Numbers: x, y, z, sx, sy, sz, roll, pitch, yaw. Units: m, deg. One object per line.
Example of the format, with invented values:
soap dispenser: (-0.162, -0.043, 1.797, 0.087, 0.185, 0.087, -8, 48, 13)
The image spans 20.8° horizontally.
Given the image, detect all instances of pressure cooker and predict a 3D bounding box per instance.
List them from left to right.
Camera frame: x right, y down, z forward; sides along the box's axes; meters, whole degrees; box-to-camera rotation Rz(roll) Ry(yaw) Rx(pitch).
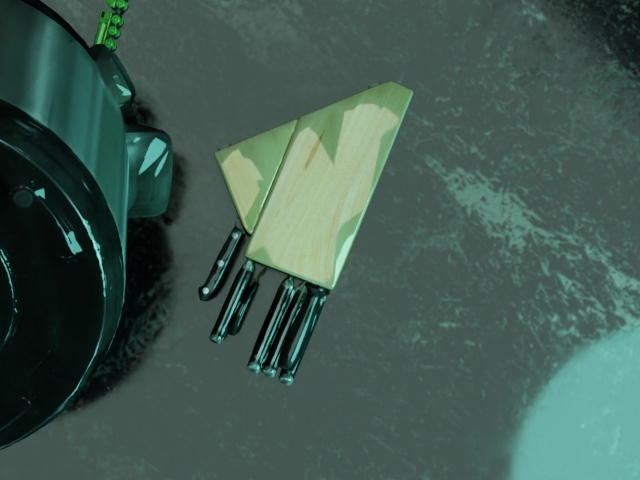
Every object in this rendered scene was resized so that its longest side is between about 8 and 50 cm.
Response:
pressure cooker: (-0.346, -0.046, 1.570, 0.375, 0.420, 0.370, -38, 115, 14)

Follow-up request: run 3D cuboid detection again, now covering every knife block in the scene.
knife block: (0.000, 0.000, 1.725, 0.276, 0.088, 0.242, -23, 89, -2)

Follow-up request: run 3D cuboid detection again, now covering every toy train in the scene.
toy train: (-0.213, -0.220, 1.763, 0.024, 0.017, 0.083, 16, 88, 9)
